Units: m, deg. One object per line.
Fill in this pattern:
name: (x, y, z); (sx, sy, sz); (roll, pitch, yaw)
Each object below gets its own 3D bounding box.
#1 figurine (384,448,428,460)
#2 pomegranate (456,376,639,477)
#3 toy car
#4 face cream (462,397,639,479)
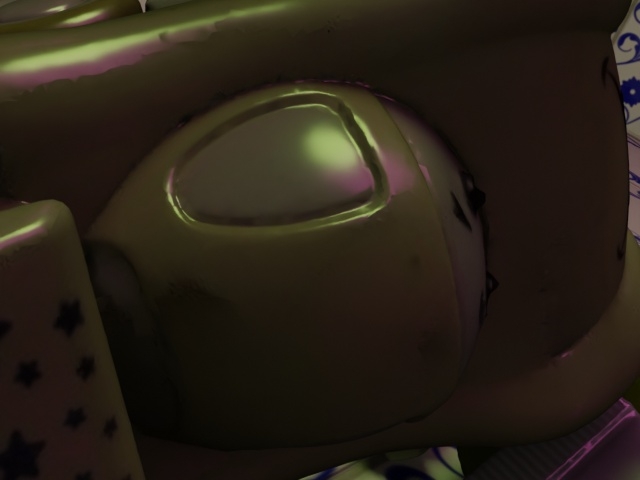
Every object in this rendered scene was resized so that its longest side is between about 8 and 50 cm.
figurine: (0.035, -0.010, 0.764); (0.308, 0.143, 0.308); (44, 16, -16)
pomegranate: (0.176, 0.120, 0.651); (0.198, 0.198, 0.246); (20, 30, -19)
toy car: (0.000, 0.000, 0.473); (0.335, 0.242, 0.226); (-16, 24, -12)
face cream: (0.192, 0.233, 0.424); (0.234, 0.137, 0.420); (-34, 56, -27)
